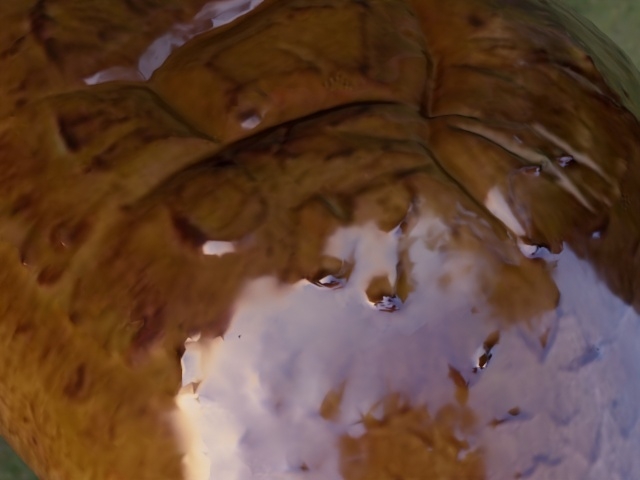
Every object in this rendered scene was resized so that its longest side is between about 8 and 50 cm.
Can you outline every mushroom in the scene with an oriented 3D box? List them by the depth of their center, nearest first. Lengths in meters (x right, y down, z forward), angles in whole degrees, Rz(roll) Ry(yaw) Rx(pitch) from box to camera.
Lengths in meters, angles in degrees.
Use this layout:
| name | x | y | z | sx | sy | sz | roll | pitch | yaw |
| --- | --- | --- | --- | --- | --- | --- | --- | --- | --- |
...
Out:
| name | x | y | z | sx | sy | sz | roll | pitch | yaw |
| --- | --- | --- | --- | --- | --- | --- | --- | --- | --- |
| mushroom | -0.001 | -0.008 | 0.461 | 0.194 | 0.231 | 0.138 | -43 | 155 | -18 |
